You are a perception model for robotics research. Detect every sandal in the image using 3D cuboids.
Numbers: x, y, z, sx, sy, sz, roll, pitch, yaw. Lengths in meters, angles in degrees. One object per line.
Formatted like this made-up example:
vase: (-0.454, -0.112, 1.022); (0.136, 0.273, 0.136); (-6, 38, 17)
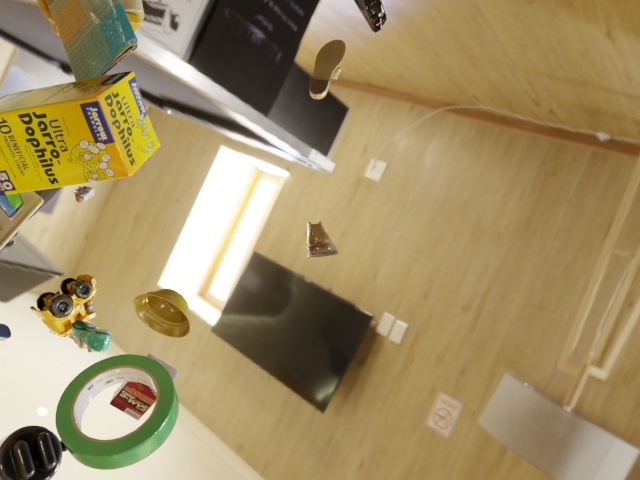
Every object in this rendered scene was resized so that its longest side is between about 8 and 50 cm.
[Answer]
sandal: (0.020, -0.549, 1.916); (0.088, 0.240, 0.079); (15, 156, 11)

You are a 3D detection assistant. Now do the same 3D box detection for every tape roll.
tape roll: (-0.563, 0.470, 1.622); (0.321, 0.321, 0.077); (25, 140, 25)

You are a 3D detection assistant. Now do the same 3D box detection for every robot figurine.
robot figurine: (-0.839, 0.623, 1.644); (0.209, 0.174, 0.278); (31, 141, -26)

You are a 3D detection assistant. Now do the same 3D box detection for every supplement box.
supplement box: (-0.600, -0.250, 1.365); (0.356, 0.194, 0.195); (-7, -149, 13)
supplement box: (-0.647, 0.536, 2.119); (0.130, 0.239, 0.073); (36, -159, -16)

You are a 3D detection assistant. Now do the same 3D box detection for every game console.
game console: (0.042, -0.599, 1.164); (0.213, 0.043, 0.361); (66, -172, 28)

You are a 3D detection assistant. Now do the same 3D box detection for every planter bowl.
planter bowl: (-0.524, 0.230, 1.995); (0.217, 0.090, 0.217); (13, 135, 13)

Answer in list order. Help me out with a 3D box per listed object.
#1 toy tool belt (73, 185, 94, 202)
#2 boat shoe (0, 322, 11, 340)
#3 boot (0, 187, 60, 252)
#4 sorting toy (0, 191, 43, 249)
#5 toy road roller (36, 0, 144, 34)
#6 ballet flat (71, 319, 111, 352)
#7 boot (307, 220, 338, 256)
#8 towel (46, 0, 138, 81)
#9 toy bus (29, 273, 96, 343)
toy tool belt: (-0.833, -0.163, 2.023); (0.051, 0.052, 0.083); (28, -141, 11)
boat shoe: (-0.975, 0.267, 1.666); (0.066, 0.066, 0.183); (65, -178, 24)
boot: (-0.967, -0.231, 1.744); (0.367, 0.445, 0.146); (43, -160, -10)
sorting toy: (-0.828, -0.089, 1.426); (0.208, 0.193, 0.038); (36, 164, -4)
toy road roller: (-0.807, -0.820, 2.013); (0.329, 0.203, 0.240); (-9, 176, -42)
ballet flat: (-0.760, 0.319, 1.898); (0.083, 0.087, 0.247); (16, 172, -40)
boot: (0.000, 0.000, 2.093); (0.112, 0.115, 0.305); (-11, 170, 0)
towel: (-0.704, -0.680, 1.770); (0.040, 0.271, 0.371); (-7, -109, -61)
toy bus: (-0.894, 0.257, 2.111); (0.149, 0.220, 0.212); (1, 124, 44)
